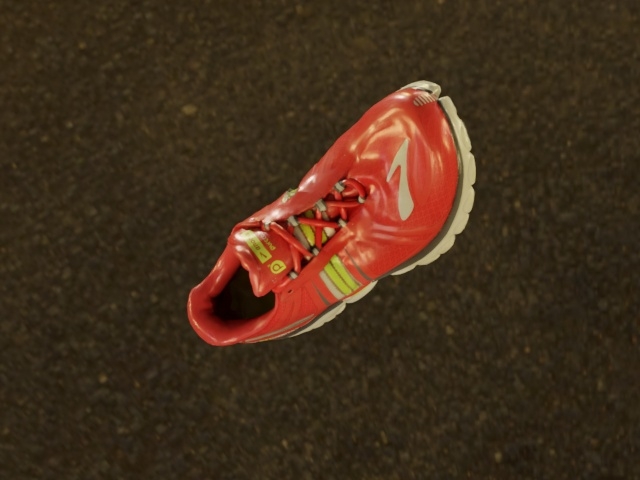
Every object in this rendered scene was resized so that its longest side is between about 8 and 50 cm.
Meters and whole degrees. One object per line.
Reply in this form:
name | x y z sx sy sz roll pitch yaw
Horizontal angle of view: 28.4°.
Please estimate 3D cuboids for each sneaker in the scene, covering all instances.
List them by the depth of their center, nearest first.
sneaker | 0.000 0.000 0.878 0.118 0.279 0.107 -16 67 -45
